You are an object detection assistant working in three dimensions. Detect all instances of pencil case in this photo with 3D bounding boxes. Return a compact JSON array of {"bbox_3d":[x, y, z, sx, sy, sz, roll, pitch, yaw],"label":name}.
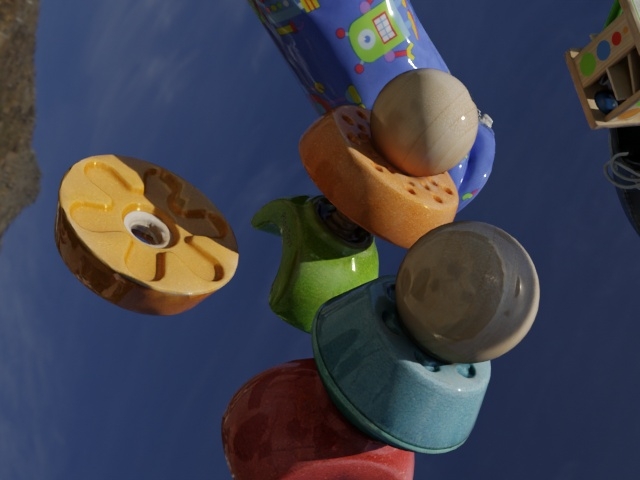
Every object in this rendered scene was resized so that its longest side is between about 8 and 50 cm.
[{"bbox_3d":[0.049,-0.154,0.708,0.133,0.306,0.119,-38,-154,-3],"label":"pencil case"}]

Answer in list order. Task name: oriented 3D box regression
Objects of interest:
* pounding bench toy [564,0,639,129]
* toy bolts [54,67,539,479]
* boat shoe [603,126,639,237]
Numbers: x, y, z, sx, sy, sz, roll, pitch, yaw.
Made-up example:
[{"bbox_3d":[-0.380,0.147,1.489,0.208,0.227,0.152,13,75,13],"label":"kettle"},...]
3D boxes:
[{"bbox_3d":[0.179,-0.115,0.467,0.065,0.052,0.083,133,-54,-62],"label":"pounding bench toy"},{"bbox_3d":[0.000,0.000,0.397,0.158,0.218,0.229,-52,-141,30],"label":"toy bolts"},{"bbox_3d":[0.362,-0.098,0.881,0.095,0.079,0.255,0,-66,27],"label":"boat shoe"}]
